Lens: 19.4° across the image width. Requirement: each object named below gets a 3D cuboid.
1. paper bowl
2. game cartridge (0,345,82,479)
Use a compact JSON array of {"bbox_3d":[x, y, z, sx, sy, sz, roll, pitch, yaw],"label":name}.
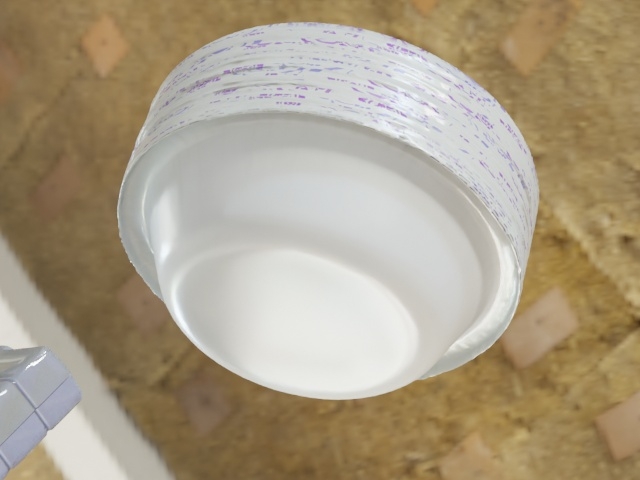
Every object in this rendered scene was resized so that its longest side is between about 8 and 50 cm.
[{"bbox_3d":[0.000,0.000,1.282,0.284,0.284,0.148,-17,-138,35],"label":"paper bowl"},{"bbox_3d":[-0.330,0.165,1.262,0.355,0.230,0.068,-8,-63,49],"label":"game cartridge"}]
